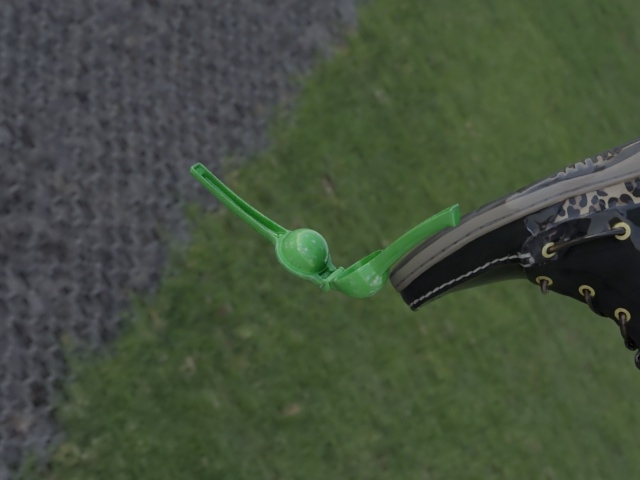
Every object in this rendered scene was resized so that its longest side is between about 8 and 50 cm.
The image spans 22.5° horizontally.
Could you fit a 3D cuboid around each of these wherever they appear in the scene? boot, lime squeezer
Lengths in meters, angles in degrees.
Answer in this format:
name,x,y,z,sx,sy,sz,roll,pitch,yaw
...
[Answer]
name,x,y,z,sx,sy,sz,roll,pitch,yaw
boot,0.280,0.066,1.507,0.138,0.377,0.284,-8,74,-81
lime squeezer,0.000,0.000,1.514,0.059,0.310,0.110,-51,135,-32
